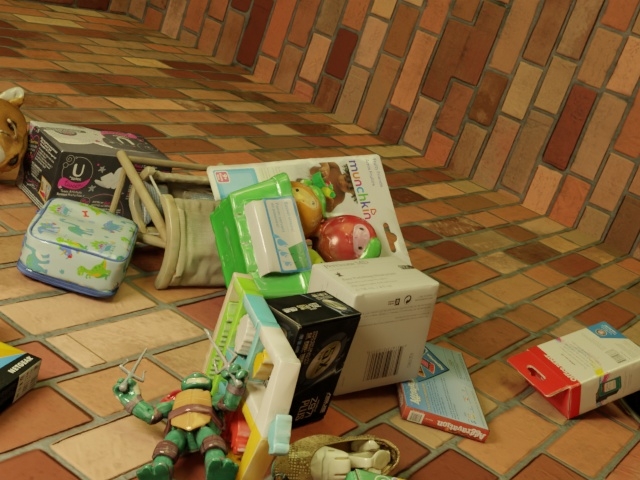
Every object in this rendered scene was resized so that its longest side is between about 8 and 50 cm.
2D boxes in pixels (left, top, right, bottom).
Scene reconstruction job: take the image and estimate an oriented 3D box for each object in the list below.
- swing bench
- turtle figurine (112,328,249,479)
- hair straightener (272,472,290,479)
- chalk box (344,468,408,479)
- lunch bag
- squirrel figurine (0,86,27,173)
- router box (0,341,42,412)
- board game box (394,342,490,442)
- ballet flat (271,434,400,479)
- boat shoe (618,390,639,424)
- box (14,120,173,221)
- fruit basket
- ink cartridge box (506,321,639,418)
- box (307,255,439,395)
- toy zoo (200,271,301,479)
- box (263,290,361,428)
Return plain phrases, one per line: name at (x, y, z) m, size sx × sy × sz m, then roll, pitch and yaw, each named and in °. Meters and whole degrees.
swing bench at (-0.233, -0.034, 1.823) m, size 0.253 × 0.165 × 0.255 m, roll 2°, pitch 25°, yaw -45°
turtle figurine at (-0.162, 0.213, 1.232) m, size 0.175 × 0.118 × 0.234 m, roll -20°, pitch 34°, yaw 7°
hair straightener at (0.040, 0.345, 1.184) m, size 0.231 × 0.047 × 0.089 m, roll 27°, pitch 20°, yaw 9°
chalk box at (0.087, 0.362, 0.982) m, size 0.289 × 0.180 × 0.179 m, roll 14°, pitch 18°, yaw -13°
lunch bag at (-0.402, 0.008, 1.639) m, size 0.176 × 0.090 × 0.219 m, roll 18°, pitch 18°, yaw -10°
squirrel figurine at (-0.729, -0.254, 1.789) m, size 0.397 × 0.281 × 0.370 m, roll 36°, pitch 17°, yaw 34°
router box at (-0.442, 0.169, 1.195) m, size 0.133 × 0.046 × 0.179 m, roll 20°, pitch 17°, yaw 6°
board game box at (0.194, 0.244, 1.683) m, size 0.145 × 0.027 × 0.281 m, roll 18°, pitch 18°, yaw -7°
ballet flat at (0.029, 0.288, 1.292) m, size 0.067 × 0.073 × 0.206 m, roll -7°, pitch -4°, yaw 44°
boat shoe at (0.643, 0.324, 1.804) m, size 0.091 × 0.109 × 0.305 m, roll 14°, pitch 13°, yaw -17°
box at (-0.443, -0.136, 1.933) m, size 0.247 × 0.142 × 0.163 m, roll 4°, pitch 24°, yaw -42°
fruit basket at (0.000, 0.000, 1.725) m, size 0.353 × 0.326 × 0.165 m, roll -7°, pitch -17°, yaw -23°
ink cartridge box at (0.474, 0.244, 1.820) m, size 0.231 × 0.078 × 0.134 m, roll -17°, pitch 32°, yaw -19°
box at (0.073, 0.134, 1.586) m, size 0.181 × 0.181 × 0.119 m, roll -6°, pitch 25°, yaw -37°
toy zoo at (-0.094, 0.188, 1.272) m, size 0.030 × 0.192 × 0.293 m, roll 11°, pitch 20°, yaw -23°
box at (-0.038, 0.173, 1.396) m, size 0.078 × 0.180 × 0.147 m, roll 30°, pitch 19°, yaw 32°
